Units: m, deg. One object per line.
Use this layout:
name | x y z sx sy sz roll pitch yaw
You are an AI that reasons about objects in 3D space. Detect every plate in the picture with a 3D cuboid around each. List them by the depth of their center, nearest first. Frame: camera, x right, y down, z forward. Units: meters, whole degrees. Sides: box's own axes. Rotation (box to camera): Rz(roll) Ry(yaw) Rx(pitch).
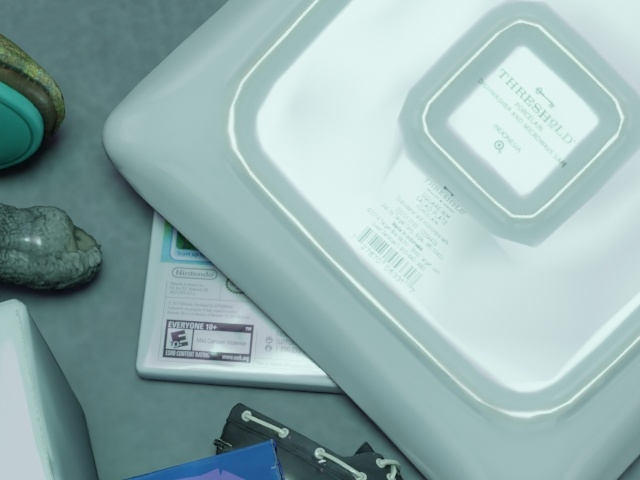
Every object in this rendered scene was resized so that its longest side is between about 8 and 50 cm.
plate | 0.087 -0.049 0.725 0.277 0.045 0.278 45 90 5

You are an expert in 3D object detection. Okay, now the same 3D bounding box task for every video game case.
video game case | 0.000 0.000 0.776 0.157 0.019 0.143 4 70 2

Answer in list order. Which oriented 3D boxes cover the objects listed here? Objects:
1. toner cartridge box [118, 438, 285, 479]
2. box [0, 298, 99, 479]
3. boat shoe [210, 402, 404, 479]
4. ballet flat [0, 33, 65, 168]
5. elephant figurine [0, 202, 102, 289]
toner cartridge box | -0.006 0.262 0.607 0.075 0.165 0.348 -14 71 -4
box | -0.246 0.184 0.632 0.345 0.168 0.215 -14 71 -4
boat shoe | 0.013 0.105 0.726 0.125 0.046 0.038 16 76 14
ballet flat | -0.292 -0.093 0.765 0.348 0.123 0.123 -3 71 -1
elephant figurine | -0.250 0.023 0.712 0.186 0.239 0.169 19 87 34
